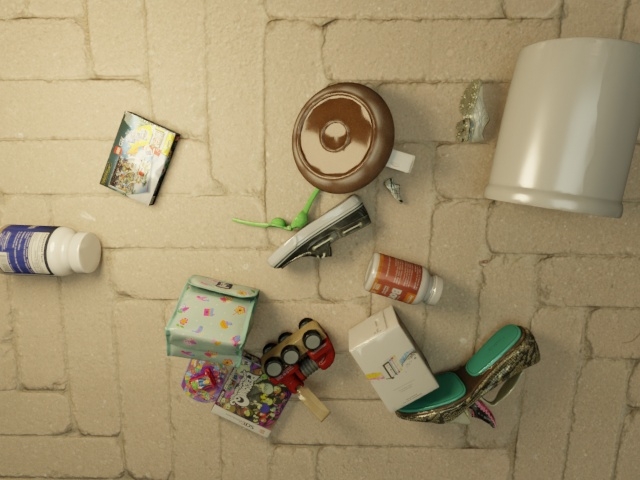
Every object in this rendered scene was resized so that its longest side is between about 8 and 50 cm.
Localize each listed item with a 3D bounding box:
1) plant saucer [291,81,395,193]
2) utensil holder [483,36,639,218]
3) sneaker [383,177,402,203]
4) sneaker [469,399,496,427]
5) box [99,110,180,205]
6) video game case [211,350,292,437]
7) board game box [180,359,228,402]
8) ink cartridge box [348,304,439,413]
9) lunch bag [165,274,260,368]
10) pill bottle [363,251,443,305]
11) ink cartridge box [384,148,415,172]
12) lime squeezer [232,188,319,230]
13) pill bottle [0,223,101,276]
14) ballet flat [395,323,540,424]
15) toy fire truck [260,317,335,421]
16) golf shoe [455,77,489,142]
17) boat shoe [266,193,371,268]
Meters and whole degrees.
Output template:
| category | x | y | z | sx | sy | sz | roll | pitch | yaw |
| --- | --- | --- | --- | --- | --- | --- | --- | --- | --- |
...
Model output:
| category | x | y | z | sx | sy | sz | roll | pitch | yaw |
| --- | --- | --- | --- | --- | --- | --- | --- | --- | --- |
| plant saucer | 0.048 | -0.284 | 1.229 | 0.310 | 0.050 | 0.311 | 1 | 93 | 25 |
| utensil holder | 0.623 | -0.273 | 1.142 | 0.327 | 0.327 | 0.385 | 8 | 98 | 0 |
| sneaker | 0.224 | -0.148 | 1.321 | 0.037 | 0.032 | 0.083 | -35 | 99 | 8 |
| sneaker | 0.521 | 0.564 | 1.449 | 0.057 | 0.047 | 0.119 | -39 | 90 | 15 |
| box | -0.535 | -0.241 | 1.321 | 0.159 | 0.044 | 0.233 | 25 | 101 | -3 |
| video game case | -0.215 | 0.504 | 1.460 | 0.210 | 0.042 | 0.232 | 28 | 101 | -5 |
| board game box | -0.386 | 0.461 | 1.462 | 0.133 | 0.033 | 0.169 | 23 | 101 | -3 |
| ink cartridge box | 0.212 | 0.351 | 1.350 | 0.168 | 0.171 | 0.233 | -32 | 98 | 7 |
| lunch bag | -0.304 | 0.213 | 1.306 | 0.223 | 0.262 | 0.160 | 12 | 132 | -2 |
| pill bottle | 0.246 | 0.121 | 1.328 | 0.216 | 0.121 | 0.121 | 17 | 101 | -1 |
| ink cartridge box | 0.209 | -0.227 | 1.259 | 0.088 | 0.122 | 0.052 | 16 | 102 | -2 |
| lime squeezer | -0.110 | -0.076 | 1.335 | 0.310 | 0.059 | 0.110 | -23 | 100 | 7 |
| pill bottle | -0.815 | 0.032 | 1.330 | 0.264 | 0.153 | 0.153 | 3 | 101 | 1 |
| ballet flat | 0.468 | 0.454 | 1.374 | 0.483 | 0.164 | 0.182 | -36 | 103 | 5 |
| toy fire truck | -0.034 | 0.404 | 1.378 | 0.217 | 0.158 | 0.246 | -35 | 108 | -1 |
| golf shoe | 0.442 | -0.364 | 1.266 | 0.086 | 0.069 | 0.176 | 3 | 105 | -19 |
| boat shoe | 0.000 | 0.000 | 1.312 | 0.335 | 0.121 | 0.119 | -34 | 94 | 6 |
